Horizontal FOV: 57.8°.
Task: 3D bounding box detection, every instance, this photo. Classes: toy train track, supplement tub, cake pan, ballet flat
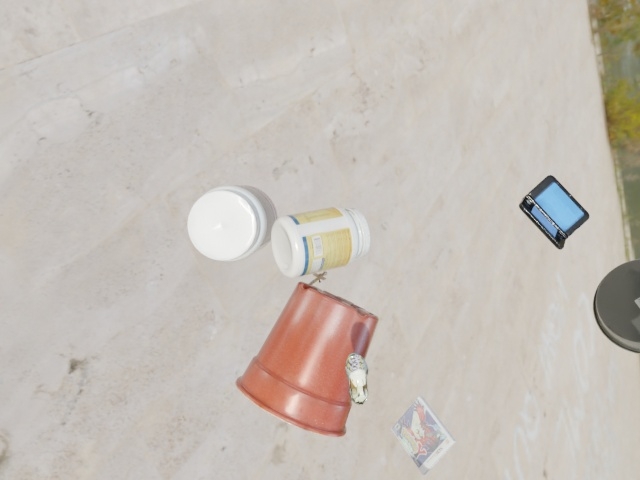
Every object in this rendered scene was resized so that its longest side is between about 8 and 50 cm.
[{"bbox_3d":[-0.013,0.114,1.595,0.048,0.083,0.014,29,32,-41],"label":"toy train track"},{"bbox_3d":[0.000,0.000,1.347,0.199,0.144,0.145,-11,95,-26],"label":"supplement tub"},{"bbox_3d":[0.936,0.179,1.669,0.054,0.293,0.293,34,60,-47],"label":"cake pan"},{"bbox_3d":[-0.221,-0.048,1.498,0.272,0.191,0.191,-50,131,-83],"label":"supplement tub"},{"bbox_3d":[0.067,0.246,1.007,0.041,0.041,0.114,-51,145,-43],"label":"ballet flat"}]

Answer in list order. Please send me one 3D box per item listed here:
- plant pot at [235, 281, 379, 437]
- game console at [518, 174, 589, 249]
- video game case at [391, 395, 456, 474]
[{"bbox_3d":[-0.011,0.250,1.296,0.272,0.272,0.265,27,87,-48],"label":"plant pot"},{"bbox_3d":[0.473,-0.059,1.171,0.122,0.071,0.107,48,32,5],"label":"game console"},{"bbox_3d":[0.362,0.692,2.063,0.023,0.201,0.183,11,121,-44],"label":"video game case"}]
